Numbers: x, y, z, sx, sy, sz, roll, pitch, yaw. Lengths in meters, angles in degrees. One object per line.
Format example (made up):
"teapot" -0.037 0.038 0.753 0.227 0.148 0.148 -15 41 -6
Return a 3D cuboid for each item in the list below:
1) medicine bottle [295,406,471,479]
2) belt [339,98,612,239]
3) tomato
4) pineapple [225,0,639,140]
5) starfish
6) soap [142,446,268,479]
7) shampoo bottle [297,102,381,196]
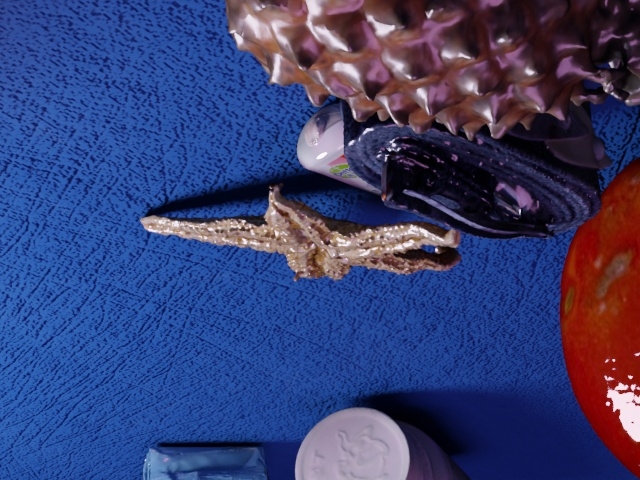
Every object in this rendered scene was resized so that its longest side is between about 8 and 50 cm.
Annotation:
"medicine bottle" 0.084 0.305 1.598 0.170 0.170 0.293 -13 150 17
"belt" 0.105 -0.063 0.929 0.218 0.128 0.122 19 150 -39
"tomato" 0.355 0.064 1.036 0.293 0.290 0.325 14 145 -40
"pineapple" 0.131 -0.123 0.714 0.361 0.175 0.175 13 153 6
"starfish" 0.000 0.006 1.096 0.295 0.048 0.231 0 166 27
"soap" -0.153 0.332 1.720 0.156 0.077 0.293 1 153 -11
"shampoo bottle" 0.031 -0.068 1.003 0.099 0.043 0.072 18 150 -36
